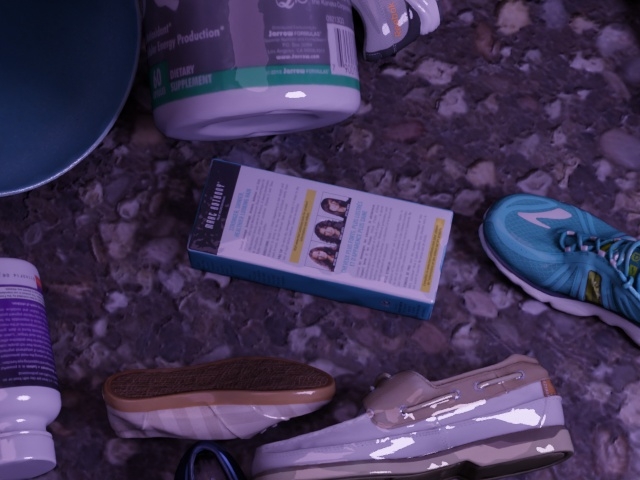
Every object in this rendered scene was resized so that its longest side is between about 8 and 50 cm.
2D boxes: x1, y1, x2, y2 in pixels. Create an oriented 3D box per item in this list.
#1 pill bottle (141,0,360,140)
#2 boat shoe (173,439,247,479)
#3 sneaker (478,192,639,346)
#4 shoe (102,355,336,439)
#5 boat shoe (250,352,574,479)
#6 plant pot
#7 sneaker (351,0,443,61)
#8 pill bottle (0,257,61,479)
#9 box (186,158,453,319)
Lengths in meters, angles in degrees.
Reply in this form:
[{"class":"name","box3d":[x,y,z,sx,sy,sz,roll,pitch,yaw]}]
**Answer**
[{"class":"pill bottle","box3d":[-0.078,-0.288,1.417,0.204,0.204,0.361,-6,86,-3]},{"class":"boat shoe","box3d":[-0.083,0.304,1.301,0.109,0.089,0.258,-23,71,-9]},{"class":"sneaker","box3d":[0.285,0.023,1.399,0.275,0.110,0.107,26,71,10]},{"class":"shoe","box3d":[-0.095,0.153,1.380,0.219,0.058,0.076,-2,25,-4]},{"class":"boat shoe","box3d":[0.077,0.176,1.346,0.302,0.113,0.103,-6,68,-14]},{"class":"plant pot","box3d":[-0.347,-0.209,1.420,0.290,0.290,0.195,-43,40,-15]},{"class":"sneaker","box3d":[0.007,-0.300,1.527,0.108,0.100,0.271,-39,75,-8]},{"class":"pill bottle","box3d":[-0.300,0.122,1.357,0.108,0.108,0.194,-12,70,-5]},{"class":"box","box3d":[0.000,0.000,1.431,0.244,0.060,0.101,13,70,4]}]
